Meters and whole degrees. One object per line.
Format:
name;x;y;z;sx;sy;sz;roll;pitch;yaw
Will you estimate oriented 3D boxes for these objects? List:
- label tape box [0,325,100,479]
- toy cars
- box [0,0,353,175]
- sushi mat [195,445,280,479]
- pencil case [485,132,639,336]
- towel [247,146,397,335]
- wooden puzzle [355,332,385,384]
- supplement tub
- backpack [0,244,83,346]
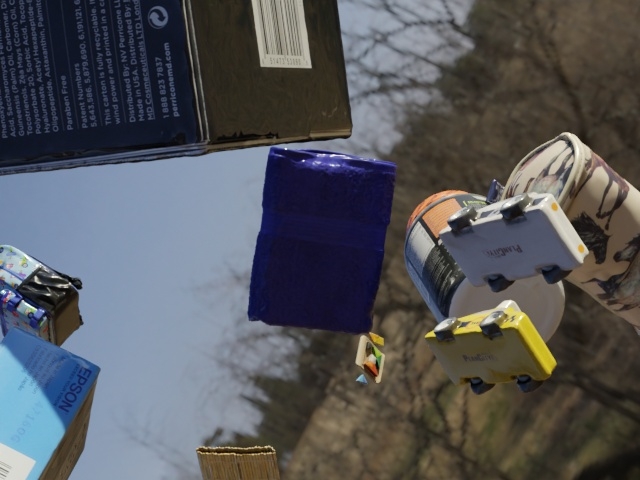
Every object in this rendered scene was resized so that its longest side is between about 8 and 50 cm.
label tape box;-0.352;0.285;1.394;0.347;0.115;0.249;110;-176;-57
toy cars;0.222;0.056;1.492;0.087;0.176;0.393;-41;-28;-29
box;-0.267;-0.234;1.567;0.480;0.472;0.297;-19;-78;-69
sushi mat;-0.146;0.491;2.466;0.316;0.152;0.019;85;-173;-47
pencil case;0.424;0.025;1.836;0.183;0.410;0.160;-51;29;6
towel;0.000;0.000;2.199;0.076;0.228;0.308;-164;82;-79
wooden puzzle;0.095;0.221;2.391;0.014;0.078;0.116;-17;51;35
supplement tub;0.263;0.048;2.172;0.207;0.207;0.338;-65;19;17
backpack;-0.489;0.096;2.119;0.117;0.173;0.158;-51;-13;-32
